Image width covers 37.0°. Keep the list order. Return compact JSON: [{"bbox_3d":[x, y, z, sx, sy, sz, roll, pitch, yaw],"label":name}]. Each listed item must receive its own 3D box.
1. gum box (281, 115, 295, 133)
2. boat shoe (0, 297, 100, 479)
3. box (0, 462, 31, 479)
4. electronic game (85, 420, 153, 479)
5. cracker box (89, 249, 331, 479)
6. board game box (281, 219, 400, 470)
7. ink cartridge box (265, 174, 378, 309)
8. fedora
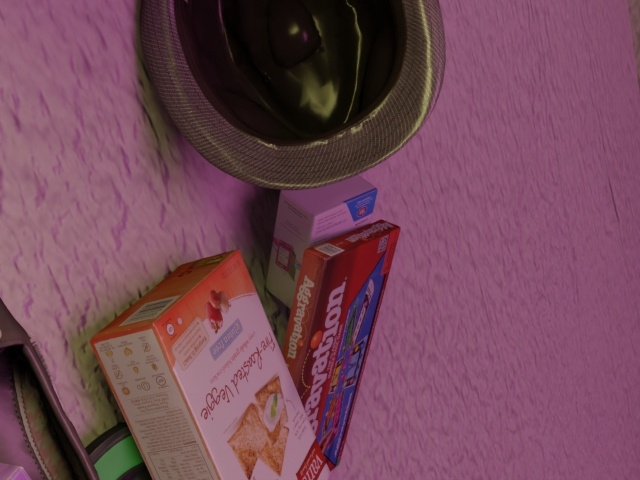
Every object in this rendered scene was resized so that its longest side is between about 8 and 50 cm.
[{"bbox_3d":[-0.018,-0.138,0.950,0.107,0.062,0.188,25,70,-55],"label":"gum box"},{"bbox_3d":[-0.200,0.117,0.597,0.112,0.096,0.335,-41,117,-45],"label":"boat shoe"},{"bbox_3d":[-0.275,0.213,0.412,0.293,0.201,0.057,-56,135,-42],"label":"box"},{"bbox_3d":[-0.145,0.257,0.764,0.229,0.048,0.229,0,90,-58],"label":"electronic game"},{"bbox_3d":[-0.081,0.144,0.791,0.232,0.067,0.156,69,25,-14],"label":"cracker box"},{"bbox_3d":[0.004,0.125,0.930,0.145,0.027,0.281,-21,129,-55],"label":"board game box"},{"bbox_3d":[0.000,0.000,0.931,0.088,0.052,0.122,-25,141,-38],"label":"ink cartridge box"},{"bbox_3d":[-0.022,-0.173,0.828,0.275,0.244,0.124,62,2,5],"label":"fedora"}]
